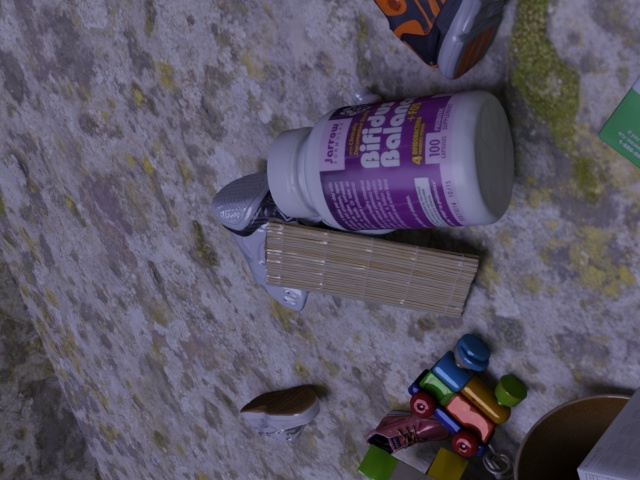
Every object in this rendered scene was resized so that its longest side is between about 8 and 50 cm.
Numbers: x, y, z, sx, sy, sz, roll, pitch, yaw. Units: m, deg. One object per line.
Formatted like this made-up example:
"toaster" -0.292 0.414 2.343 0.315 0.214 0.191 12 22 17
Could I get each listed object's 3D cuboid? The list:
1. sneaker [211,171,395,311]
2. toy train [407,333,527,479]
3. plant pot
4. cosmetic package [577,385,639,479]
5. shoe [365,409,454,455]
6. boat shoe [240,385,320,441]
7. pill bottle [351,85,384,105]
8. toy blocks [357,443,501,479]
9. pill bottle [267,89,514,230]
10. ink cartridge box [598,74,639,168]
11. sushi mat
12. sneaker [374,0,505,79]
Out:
"sneaker" 0.000 0.000 1.333 0.365 0.137 0.210 4 129 38
"toy train" 0.269 0.267 1.268 0.248 0.105 0.143 42 123 11
"plant pot" 0.403 0.378 1.112 0.237 0.237 0.254 16 143 40
"cosmetic package" 0.404 0.227 0.963 0.098 0.239 0.061 2 118 47
"shoe" 0.158 0.338 1.434 0.178 0.081 0.064 -15 105 51
"boat shoe" -0.067 0.365 1.691 0.096 0.098 0.277 60 151 -5
"pill bottle" 0.080 -0.180 1.182 0.083 0.043 0.043 56 142 2
"toy blocks" 0.227 0.475 1.350 0.381 0.191 0.261 28 167 10
"pill bottle" 0.086 -0.098 1.081 0.301 0.169 0.169 -2 115 31
"ink cartridge box" 0.432 -0.158 0.755 0.211 0.121 0.289 42 139 17
"sushi mat" 0.068 0.046 1.234 0.316 0.019 0.151 10 142 6
"sneaker" 0.139 -0.348 0.934 0.180 0.124 0.321 40 139 18
